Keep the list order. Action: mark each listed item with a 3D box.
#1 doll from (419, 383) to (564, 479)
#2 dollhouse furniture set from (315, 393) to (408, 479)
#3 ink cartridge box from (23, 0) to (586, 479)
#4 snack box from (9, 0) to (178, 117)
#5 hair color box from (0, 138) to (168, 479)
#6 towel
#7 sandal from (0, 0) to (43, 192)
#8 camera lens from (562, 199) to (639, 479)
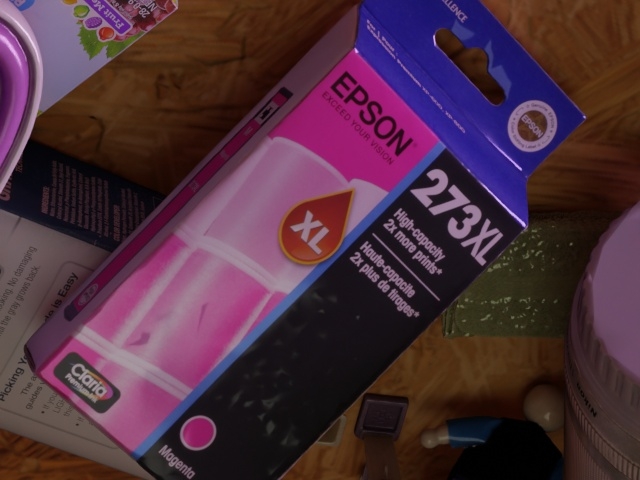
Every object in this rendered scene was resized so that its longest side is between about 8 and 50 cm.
[{"bbox_3d":[0.126,0.185,1.379,0.129,0.046,0.189,37,81,6],"label":"doll"},{"bbox_3d":[0.007,0.174,1.387,0.114,0.081,0.091,7,125,-10],"label":"dollhouse furniture set"},{"bbox_3d":[0.000,0.000,1.180,0.371,0.069,0.176,-47,112,-2],"label":"ink cartridge box"},{"bbox_3d":[-0.217,-0.174,1.116,0.174,0.070,0.207,-34,121,19],"label":"snack box"},{"bbox_3d":[-0.214,0.027,1.242,0.347,0.105,0.174,23,119,-20],"label":"hair color box"},{"bbox_3d":[0.159,0.024,1.324,0.148,0.027,0.110,-2,126,-3],"label":"towel"},{"bbox_3d":[-0.275,0.046,1.088,0.169,0.102,0.416,8,111,-31],"label":"sandal"},{"bbox_3d":[0.277,0.117,1.256,0.219,0.219,0.274,-8,142,1],"label":"camera lens"}]
